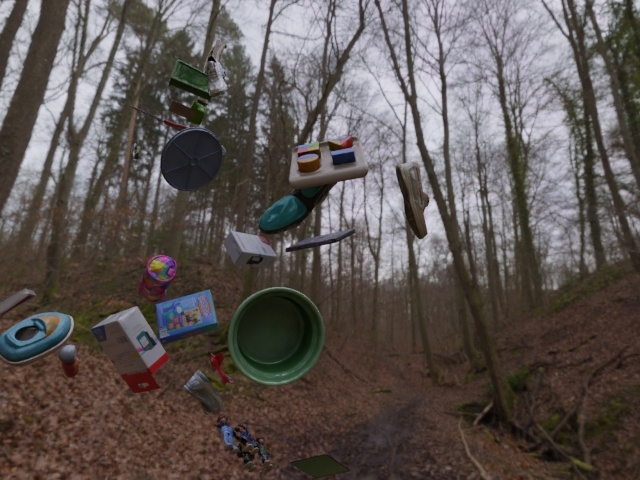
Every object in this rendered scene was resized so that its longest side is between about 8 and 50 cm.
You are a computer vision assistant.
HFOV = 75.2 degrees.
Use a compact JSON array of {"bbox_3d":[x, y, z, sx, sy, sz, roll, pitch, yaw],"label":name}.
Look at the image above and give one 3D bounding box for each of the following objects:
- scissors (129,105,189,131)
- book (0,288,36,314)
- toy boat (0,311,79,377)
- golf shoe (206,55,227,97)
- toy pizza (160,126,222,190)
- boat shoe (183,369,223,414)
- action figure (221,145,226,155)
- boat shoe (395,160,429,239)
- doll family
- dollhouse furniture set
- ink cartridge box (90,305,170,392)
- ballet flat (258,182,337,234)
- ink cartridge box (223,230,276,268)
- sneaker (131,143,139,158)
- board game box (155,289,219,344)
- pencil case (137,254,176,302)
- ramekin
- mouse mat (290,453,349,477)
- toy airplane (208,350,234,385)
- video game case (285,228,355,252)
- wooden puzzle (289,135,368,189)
[{"bbox_3d":[-0.732,-0.552,1.938,0.297,0.021,0.109,19,-2,-8],"label":"scissors"},{"bbox_3d":[-0.901,0.182,1.227,0.035,0.096,0.144,57,-29,-8],"label":"book"},{"bbox_3d":[-1.033,0.386,1.576,0.318,0.267,0.148,29,-53,15],"label":"toy boat"},{"bbox_3d":[-0.356,-0.544,1.378,0.069,0.176,0.086,-20,-40,4],"label":"golf shoe"},{"bbox_3d":[-0.385,-0.243,1.243,0.032,0.201,0.201,36,-3,34],"label":"toy pizza"},{"bbox_3d":[-0.516,0.689,1.838,0.118,0.103,0.320,35,-32,30],"label":"boat shoe"},{"bbox_3d":[-0.497,-0.375,1.750,0.164,0.141,0.275,36,-26,-23],"label":"action figure"},{"bbox_3d":[0.376,-0.157,1.609,0.098,0.302,0.109,-15,-2,-3],"label":"boat shoe"},{"bbox_3d":[-0.195,0.506,1.047,0.076,0.111,0.193,-30,-60,-8],"label":"doll family"},{"bbox_3d":[-0.485,-0.637,1.609,0.151,0.302,0.197,19,-29,-23],"label":"dollhouse furniture set"},{"bbox_3d":[-0.533,0.317,1.193,0.134,0.078,0.231,-19,-76,29],"label":"ink cartridge box"},{"bbox_3d":[-0.072,-0.178,1.953,0.164,0.483,0.182,44,-4,25],"label":"ballet flat"},{"bbox_3d":[-0.282,0.038,1.660,0.175,0.127,0.072,11,-56,-47],"label":"ink cartridge box"},{"bbox_3d":[-0.955,-0.458,2.146,0.031,0.083,0.035,-4,-10,43],"label":"sneaker"},{"bbox_3d":[-0.506,0.287,1.577,0.210,0.160,0.047,-15,-39,-13],"label":"board game box"},{"bbox_3d":[-0.559,0.135,1.424,0.104,0.105,0.236,15,-31,-22],"label":"pencil case"},{"bbox_3d":[-0.151,0.298,1.345,0.303,0.304,0.148,12,-6,-16],"label":"ramekin"},{"bbox_3d":[0.001,0.813,1.495,0.152,0.007,0.190,-23,-50,19],"label":"mouse mat"},{"bbox_3d":[-0.367,0.464,1.505,0.028,0.151,0.151,-29,5,-42],"label":"toy airplane"},{"bbox_3d":[0.000,0.000,1.911,0.274,0.026,0.196,-11,8,33],"label":"video game case"},{"bbox_3d":[0.025,-0.356,1.767,0.322,0.348,0.081,-9,-54,5],"label":"wooden puzzle"}]
